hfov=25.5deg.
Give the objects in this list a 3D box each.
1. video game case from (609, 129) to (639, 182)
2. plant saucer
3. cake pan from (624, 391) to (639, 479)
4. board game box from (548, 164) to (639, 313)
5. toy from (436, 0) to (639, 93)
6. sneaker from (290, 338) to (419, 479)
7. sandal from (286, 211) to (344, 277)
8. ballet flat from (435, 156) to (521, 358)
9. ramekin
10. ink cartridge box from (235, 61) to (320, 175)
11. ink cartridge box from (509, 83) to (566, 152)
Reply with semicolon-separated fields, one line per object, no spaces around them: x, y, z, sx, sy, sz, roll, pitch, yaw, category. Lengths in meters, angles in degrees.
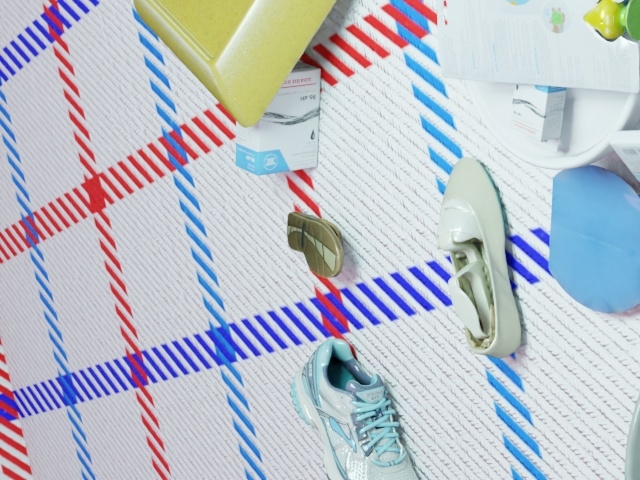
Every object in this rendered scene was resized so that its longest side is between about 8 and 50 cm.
0.375;-0.059;1.347;0.157;0.143;0.019;2;59;45;video game case
-0.117;-0.375;1.912;0.333;0.081;0.333;-56;50;16;plant saucer
0.396;0.175;1.343;0.293;0.054;0.293;-57;20;34;cake pan
0.313;-0.004;1.550;0.133;0.033;0.168;23;123;45;board game box
0.216;-0.221;1.373;0.237;0.056;0.136;13;117;46;toy
0.054;0.253;1.934;0.283;0.110;0.122;53;135;33;sneaker
0.000;0.000;1.997;0.180;0.049;0.072;-144;57;-64;sandal
0.183;0.022;1.701;0.086;0.086;0.248;-20;82;56;ballet flat
0.274;-0.214;1.459;0.273;0.127;0.272;20;115;51;ramekin
-0.059;-0.188;1.970;0.060;0.104;0.180;28;122;50;ink cartridge box
0.218;-0.132;1.424;0.048;0.028;0.083;31;125;47;ink cartridge box
